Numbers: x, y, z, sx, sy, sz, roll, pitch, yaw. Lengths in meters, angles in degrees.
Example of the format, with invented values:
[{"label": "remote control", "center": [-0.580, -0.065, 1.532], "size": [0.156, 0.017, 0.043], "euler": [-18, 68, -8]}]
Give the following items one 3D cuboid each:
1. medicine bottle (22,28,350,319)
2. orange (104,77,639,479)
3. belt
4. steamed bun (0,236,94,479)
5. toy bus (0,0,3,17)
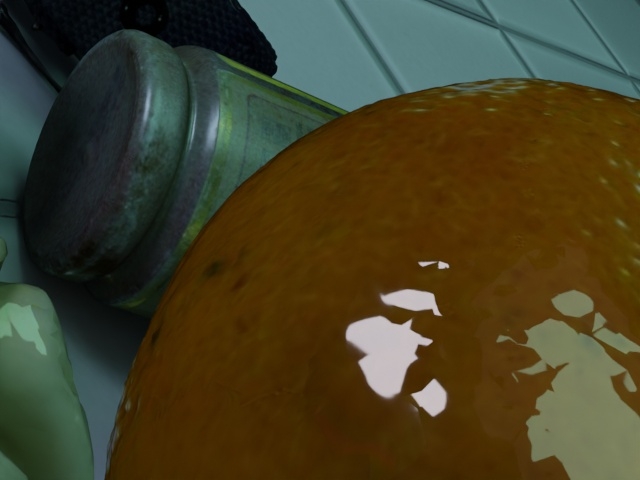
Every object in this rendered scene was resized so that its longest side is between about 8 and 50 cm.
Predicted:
[{"label": "medicine bottle", "center": [0.000, 0.000, 0.880], "size": [0.322, 0.151, 0.151], "euler": [21, 35, -31]}, {"label": "orange", "center": [0.098, 0.137, 0.667], "size": [0.423, 0.326, 0.424], "euler": [19, 47, -21]}, {"label": "belt", "center": [-0.141, -0.159, 0.960], "size": [0.230, 0.126, 0.139], "euler": [49, -3, 2]}, {"label": "steamed bun", "center": [-0.173, 0.097, 0.377], "size": [0.203, 0.276, 0.289], "euler": [39, 12, -44]}, {"label": "toy bus", "center": [-0.236, -0.123, 0.723], "size": [0.142, 0.142, 0.202], "euler": [38, 27, -21]}]
